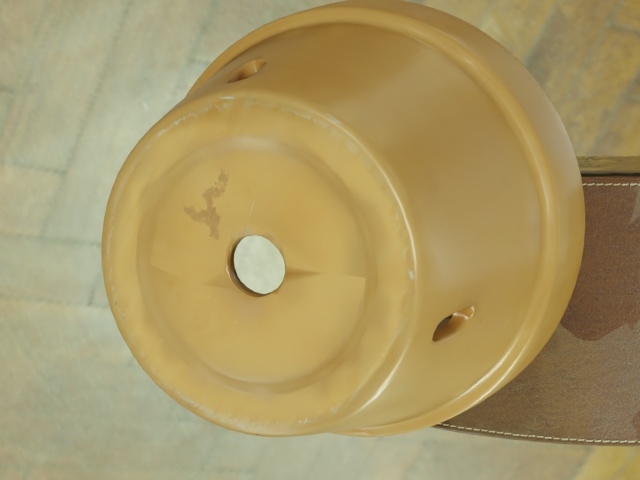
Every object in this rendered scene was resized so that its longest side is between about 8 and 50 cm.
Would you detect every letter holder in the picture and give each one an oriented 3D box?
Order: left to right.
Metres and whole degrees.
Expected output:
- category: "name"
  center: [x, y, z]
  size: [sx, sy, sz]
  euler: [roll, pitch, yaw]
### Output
- category: "letter holder"
  center: [0.208, 0.044, 1.166]
  size: [0.302, 0.152, 0.214]
  euler: [1, 99, 19]

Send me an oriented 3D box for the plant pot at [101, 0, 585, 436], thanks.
- category: "plant pot"
  center: [0.000, 0.000, 0.895]
  size: [0.291, 0.291, 0.203]
  euler: [-57, 168, 22]
